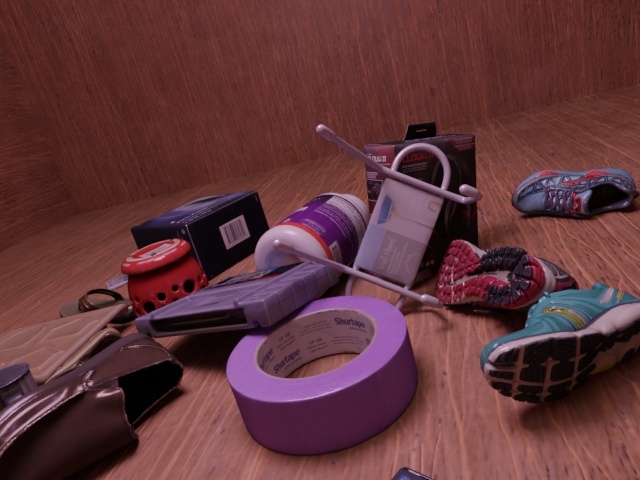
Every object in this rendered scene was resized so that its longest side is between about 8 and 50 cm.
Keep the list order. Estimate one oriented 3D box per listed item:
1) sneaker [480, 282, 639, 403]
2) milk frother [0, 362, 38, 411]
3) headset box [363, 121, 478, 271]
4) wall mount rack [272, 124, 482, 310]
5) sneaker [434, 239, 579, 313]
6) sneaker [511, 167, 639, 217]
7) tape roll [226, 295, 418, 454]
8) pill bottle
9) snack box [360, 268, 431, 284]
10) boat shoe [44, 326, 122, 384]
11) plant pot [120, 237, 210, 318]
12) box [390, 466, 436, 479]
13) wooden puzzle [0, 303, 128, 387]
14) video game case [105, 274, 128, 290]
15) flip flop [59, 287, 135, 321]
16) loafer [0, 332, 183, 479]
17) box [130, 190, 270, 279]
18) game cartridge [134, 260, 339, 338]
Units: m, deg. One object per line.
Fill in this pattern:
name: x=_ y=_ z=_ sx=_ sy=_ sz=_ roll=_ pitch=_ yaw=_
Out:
sneaker: x=0.310 y=0.123 z=0.628 sx=0.275 sy=0.107 sz=0.110 roll=-12 pitch=32 yaw=-24
milk frother: x=-0.460 y=0.267 z=0.805 sx=0.129 sy=0.135 sz=0.143 roll=-3 pitch=22 yaw=32
headset box: x=0.215 y=-0.097 z=1.023 sx=0.218 sy=0.293 sz=0.110 roll=-13 pitch=15 yaw=-28
wall mount rack: x=0.099 y=-0.035 z=0.846 sx=0.304 sy=0.350 sz=0.130 roll=21 pitch=-3 yaw=0
sneaker: x=0.294 y=0.073 z=0.829 sx=0.112 sy=0.121 sz=0.299 roll=17 pitch=0 yaw=-15
sneaker: x=0.575 y=-0.106 z=1.108 sx=0.261 sy=0.104 sz=0.125 roll=-8 pitch=21 yaw=23
tape roll: x=0.003 y=0.187 z=0.734 sx=0.274 sy=0.090 sz=0.275 roll=-14 pitch=19 yaw=5
pill bottle: x=0.000 y=0.000 z=1.141 sx=0.181 sy=0.182 sz=0.323 roll=-4 pitch=21 yaw=31
snack box: x=0.161 y=0.062 z=1.079 sx=0.064 sy=0.022 sz=0.178 roll=-24 pitch=20 yaw=-26
boat shoe: x=-0.460 y=0.245 z=0.928 sx=0.190 sy=0.068 sz=0.072 roll=-43 pitch=32 yaw=-19
plant pot: x=-0.378 y=0.098 z=1.184 sx=0.191 sy=0.174 sz=0.191 roll=-16 pitch=16 yaw=5
box: x=0.078 y=0.304 z=0.372 sx=0.183 sy=0.059 sz=0.232 roll=6 pitch=28 yaw=46
wooden puzzle: x=-0.636 y=0.261 z=1.067 sx=0.322 sy=0.081 sz=0.348 roll=-13 pitch=13 yaw=12
video game case: x=-0.628 y=0.125 z=1.568 sx=0.122 sy=0.011 sz=0.087 roll=-24 pitch=19 yaw=-23
flip flop: x=-0.582 y=0.167 z=1.291 sx=0.277 sy=0.080 sz=0.112 roll=-5 pitch=21 yaw=29
loafer: x=-0.344 y=0.262 z=0.722 sx=0.130 sy=0.134 sz=0.366 roll=4 pitch=28 yaw=25
box: x=-0.369 y=-0.021 z=1.515 sx=0.294 sy=0.183 sz=0.296 roll=-2 pitch=22 yaw=39
game cartridge: x=-0.163 y=0.112 z=0.942 sx=0.355 sy=0.068 sz=0.230 roll=-13 pitch=11 yaw=35
